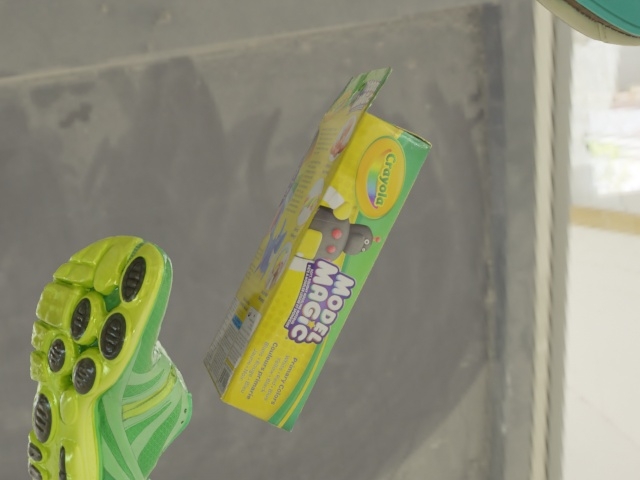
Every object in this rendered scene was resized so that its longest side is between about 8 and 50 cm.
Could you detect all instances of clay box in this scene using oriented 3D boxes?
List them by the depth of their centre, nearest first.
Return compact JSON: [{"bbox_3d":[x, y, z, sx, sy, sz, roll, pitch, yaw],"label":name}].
[{"bbox_3d":[0.000,0.000,0.777,0.053,0.222,0.127,27,180,-12],"label":"clay box"}]

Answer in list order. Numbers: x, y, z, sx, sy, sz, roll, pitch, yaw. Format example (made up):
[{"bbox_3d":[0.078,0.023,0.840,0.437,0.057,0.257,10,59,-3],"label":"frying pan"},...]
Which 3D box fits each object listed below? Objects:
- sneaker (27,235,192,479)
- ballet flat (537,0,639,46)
[{"bbox_3d":[-0.171,0.112,1.024,0.109,0.296,0.123,38,-142,29],"label":"sneaker"},{"bbox_3d":[0.037,-0.149,0.402,0.248,0.086,0.086,33,164,-31],"label":"ballet flat"}]
